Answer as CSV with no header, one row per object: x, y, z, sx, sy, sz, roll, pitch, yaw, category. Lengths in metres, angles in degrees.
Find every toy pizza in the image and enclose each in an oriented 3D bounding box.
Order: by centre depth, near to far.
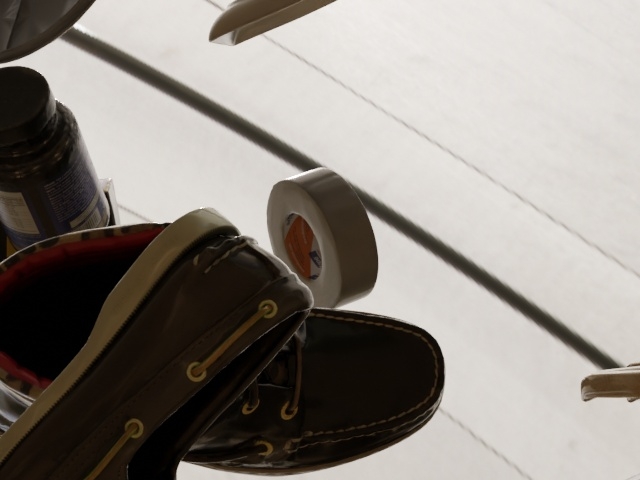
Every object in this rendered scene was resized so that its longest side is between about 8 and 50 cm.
-0.229,-0.228,0.982,0.201,0.201,0.032,-44,-42,4,toy pizza

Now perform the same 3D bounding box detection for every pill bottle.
-0.314,-0.082,1.289,0.122,0.123,0.219,-26,-35,-13,pill bottle

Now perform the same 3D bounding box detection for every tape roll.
0.000,0.000,1.834,0.072,0.219,0.219,-20,-48,-28,tape roll

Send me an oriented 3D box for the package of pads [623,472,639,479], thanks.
0.214,0.336,0.939,0.296,0.229,0.101,-22,-21,-10,package of pads

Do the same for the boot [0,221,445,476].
-0.066,0.083,0.830,0.377,0.138,0.284,3,-17,-9,boot

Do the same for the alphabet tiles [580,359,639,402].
0.254,0.045,0.432,0.277,0.284,0.021,-2,-96,-27,alphabet tiles

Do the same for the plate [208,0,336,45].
-0.022,-0.348,1.639,0.278,0.277,0.045,-23,-84,6,plate

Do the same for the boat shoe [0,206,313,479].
-0.092,0.095,0.521,0.228,0.068,0.081,-55,-20,3,boat shoe

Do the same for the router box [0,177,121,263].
-0.360,0.091,1.493,0.242,0.081,0.309,-8,-73,-3,router box
